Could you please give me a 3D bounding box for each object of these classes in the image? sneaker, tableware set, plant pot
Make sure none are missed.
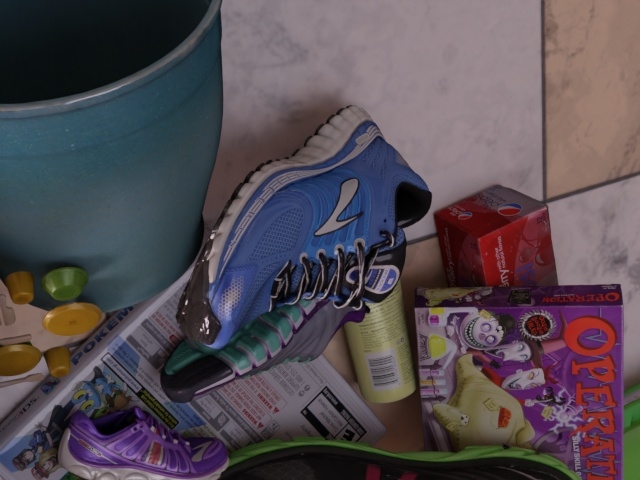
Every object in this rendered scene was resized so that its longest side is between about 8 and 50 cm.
[{"bbox_3d":[0.053,0.304,1.572,0.483,0.202,0.185,-5,116,-9],"label":"sneaker"},{"bbox_3d":[-0.227,0.068,1.311,0.104,0.024,0.154,-11,148,-8],"label":"tableware set"},{"bbox_3d":[-0.158,0.189,1.514,0.170,0.068,0.071,8,100,-33],"label":"sneaker"},{"bbox_3d":[0.000,0.000,1.436,0.330,0.147,0.130,-42,166,-45],"label":"sneaker"},{"bbox_3d":[-0.200,-0.088,1.309,0.271,0.271,0.255,-25,135,-20],"label":"plant pot"},{"bbox_3d":[-0.043,0.101,1.537,0.223,0.083,0.098,-35,129,-15],"label":"sneaker"}]

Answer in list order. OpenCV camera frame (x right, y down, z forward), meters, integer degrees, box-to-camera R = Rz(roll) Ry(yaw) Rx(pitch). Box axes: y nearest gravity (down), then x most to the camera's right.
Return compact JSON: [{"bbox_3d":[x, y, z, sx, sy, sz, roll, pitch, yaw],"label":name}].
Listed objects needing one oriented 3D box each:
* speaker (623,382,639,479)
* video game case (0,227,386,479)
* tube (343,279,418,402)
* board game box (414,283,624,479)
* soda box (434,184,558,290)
[{"bbox_3d":[0.378,0.233,1.861,0.296,0.131,0.131,-22,120,-22],"label":"speaker"},{"bbox_3d":[-0.123,0.195,1.600,0.300,0.036,0.329,-45,126,-8],"label":"video game case"},{"bbox_3d":[0.048,0.046,1.631,0.070,0.062,0.240,-54,136,-56],"label":"tube"},{"bbox_3d":[0.209,0.203,1.689,0.208,0.056,0.347,-4,120,5],"label":"board game box"},{"bbox_3d":[0.196,0.079,1.712,0.092,0.083,0.263,-24,120,-21],"label":"soda box"}]
